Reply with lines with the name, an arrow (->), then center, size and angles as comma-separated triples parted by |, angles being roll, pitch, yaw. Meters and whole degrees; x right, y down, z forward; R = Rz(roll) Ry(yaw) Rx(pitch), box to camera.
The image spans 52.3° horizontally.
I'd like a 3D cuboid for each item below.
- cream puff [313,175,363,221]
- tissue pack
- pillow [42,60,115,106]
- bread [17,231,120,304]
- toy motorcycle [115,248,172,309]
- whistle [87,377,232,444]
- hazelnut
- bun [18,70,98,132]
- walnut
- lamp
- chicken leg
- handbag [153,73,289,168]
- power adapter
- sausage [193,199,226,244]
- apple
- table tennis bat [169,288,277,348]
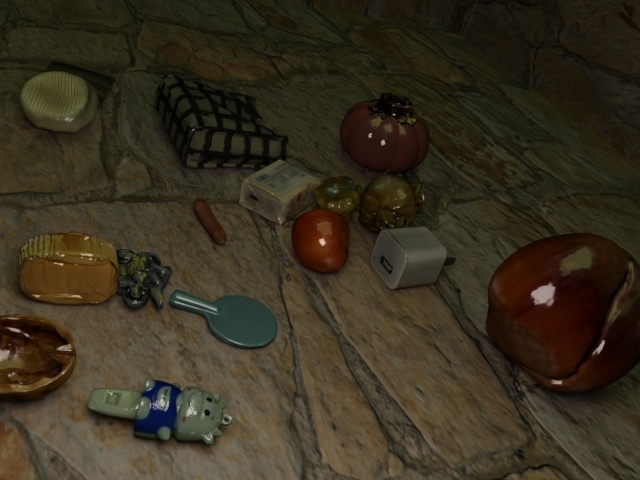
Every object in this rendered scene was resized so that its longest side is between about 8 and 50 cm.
cream puff -> 0.052, -0.106, 1.829 | 0.146, 0.116, 0.146 | -4, 49, 5
tissue pack -> -0.111, -0.136, 1.803 | 0.148, 0.092, 0.196 | 28, 36, 17
pillow -> -0.774, -0.498, 2.058 | 0.208, 0.052, 0.212 | 13, 36, -11
bread -> -0.506, 0.053, 1.313 | 0.190, 0.132, 0.114 | 3, 34, -25
toy motorcycle -> -0.376, 0.079, 1.400 | 0.124, 0.061, 0.193 | 0, 36, -28
whistle -> -0.271, 0.288, 1.115 | 0.244, 0.092, 0.110 | 13, 44, -9
hazelnut -> 0.554, 0.153, 1.460 | 0.371, 0.373, 0.315 | 16, 21, -3
bun -> -0.736, -0.377, 1.849 | 0.222, 0.128, 0.223 | 4, 58, -7
walnut -> -0.525, 0.210, 1.116 | 0.211, 0.087, 0.167 | 10, 41, -8
lamp -> 0.218, -0.361, 2.141 | 0.305, 0.240, 0.305 | 12, 35, -8
chicken leg -> 0.196, -0.126, 1.834 | 0.152, 0.201, 0.429 | 34, 16, -4
handbag -> -0.302, -0.348, 1.964 | 0.326, 0.163, 0.325 | 1, 38, -33
power adapter -> 0.254, 0.040, 1.683 | 0.204, 0.125, 0.130 | -3, 38, -30
sausage -> -0.277, -0.046, 1.635 | 0.040, 0.047, 0.177 | -19, 45, -20
apple -> 0.000, 0.000, 1.602 | 0.138, 0.164, 0.163 | 3, 32, 10
table tennis bat -> -0.206, 0.159, 1.386 | 0.237, 0.038, 0.149 | 20, 35, -5
